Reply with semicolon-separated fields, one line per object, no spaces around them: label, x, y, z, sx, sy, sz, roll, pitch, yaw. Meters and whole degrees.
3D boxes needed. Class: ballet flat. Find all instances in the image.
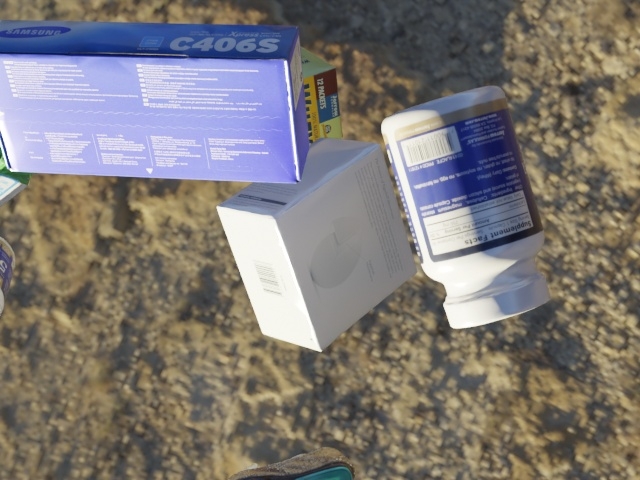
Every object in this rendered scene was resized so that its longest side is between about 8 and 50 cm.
ballet flat;-0.058;0.320;1.555;0.067;0.206;0.073;-120;22;-65

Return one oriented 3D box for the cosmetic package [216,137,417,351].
cosmetic package;0.000;0.000;1.728;0.225;0.224;0.138;-35;30;-32

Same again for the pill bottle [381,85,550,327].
pill bottle;0.178;-0.039;1.405;0.153;0.153;0.264;-14;93;43

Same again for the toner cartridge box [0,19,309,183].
toner cartridge box;-0.192;-0.155;1.315;0.348;0.165;0.075;3;39;9

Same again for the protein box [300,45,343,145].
protein box;-0.101;-0.236;2.011;0.200;0.136;0.201;-22;36;-23

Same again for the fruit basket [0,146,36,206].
fruit basket;-0.600;-0.138;1.754;0.327;0.353;0.165;-30;69;31

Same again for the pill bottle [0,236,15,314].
pill bottle;-0.540;0.075;1.825;0.112;0.112;0.186;-44;25;20
